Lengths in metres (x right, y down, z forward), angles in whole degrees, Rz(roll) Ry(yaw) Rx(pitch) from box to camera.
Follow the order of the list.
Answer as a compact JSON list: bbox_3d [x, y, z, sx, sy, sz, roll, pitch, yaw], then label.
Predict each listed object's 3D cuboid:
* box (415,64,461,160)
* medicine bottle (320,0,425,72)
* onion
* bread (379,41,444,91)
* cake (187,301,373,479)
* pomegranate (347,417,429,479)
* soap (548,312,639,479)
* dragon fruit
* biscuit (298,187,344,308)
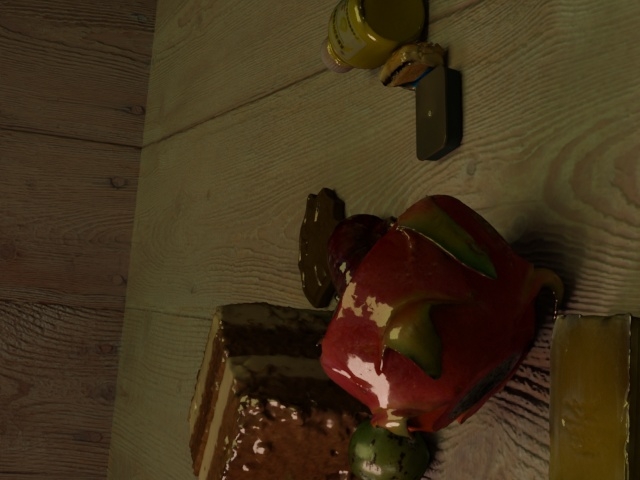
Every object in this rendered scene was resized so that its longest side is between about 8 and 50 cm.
[{"bbox_3d":[0.169,-0.180,1.636,0.091,0.031,0.126,147,127,-62],"label":"box"},{"bbox_3d":[0.068,-0.329,1.811,0.212,0.122,0.121,154,120,-65],"label":"medicine bottle"},{"bbox_3d":[0.063,0.032,1.745,0.206,0.098,0.151,-111,33,-51],"label":"onion"},{"bbox_3d":[0.135,-0.259,1.691,0.106,0.072,0.053,145,130,-64],"label":"bread"},{"bbox_3d":[-0.054,0.273,1.768,0.290,0.256,0.282,-112,33,-58],"label":"cake"},{"bbox_3d":[0.100,0.277,1.583,0.142,0.114,0.114,-63,15,-21],"label":"pomegranate"},{"bbox_3d":[0.292,0.187,1.158,0.135,0.076,0.233,168,108,-66],"label":"soap"},{"bbox_3d":[0.141,0.107,1.337,0.189,0.291,0.290,38,126,24],"label":"dragon fruit"},{"bbox_3d":[-0.002,0.000,2.004,0.182,0.034,0.215,118,150,-41],"label":"biscuit"}]
